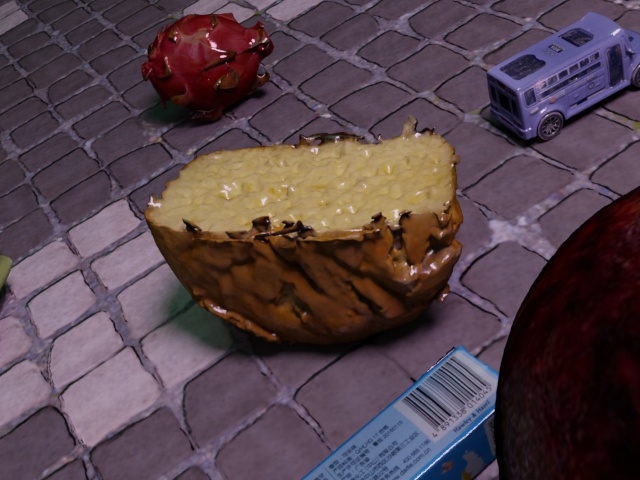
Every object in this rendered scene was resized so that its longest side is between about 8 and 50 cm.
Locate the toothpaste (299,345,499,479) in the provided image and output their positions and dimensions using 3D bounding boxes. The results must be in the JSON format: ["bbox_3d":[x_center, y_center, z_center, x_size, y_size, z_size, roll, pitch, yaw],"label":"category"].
[{"bbox_3d":[0.023,0.178,0.549,0.266,0.050,0.065,-37,42,-16],"label":"toothpaste"}]

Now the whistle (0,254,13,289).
[{"bbox_3d":[-0.377,0.096,0.813,0.105,0.085,0.227,1,45,22],"label":"whistle"}]

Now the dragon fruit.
[{"bbox_3d":[-0.138,-0.224,1.035,0.165,0.133,0.136,-21,81,5],"label":"dragon fruit"}]

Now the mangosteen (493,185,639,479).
[{"bbox_3d":[0.220,0.108,0.374,0.297,0.293,0.297,15,17,-5],"label":"mangosteen"}]

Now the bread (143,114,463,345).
[{"bbox_3d":[-0.005,0.002,0.697,0.260,0.147,0.160,-6,33,15],"label":"bread"}]

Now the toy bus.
[{"bbox_3d":[0.252,-0.169,0.811,0.167,0.076,0.073,-30,39,-7],"label":"toy bus"}]
